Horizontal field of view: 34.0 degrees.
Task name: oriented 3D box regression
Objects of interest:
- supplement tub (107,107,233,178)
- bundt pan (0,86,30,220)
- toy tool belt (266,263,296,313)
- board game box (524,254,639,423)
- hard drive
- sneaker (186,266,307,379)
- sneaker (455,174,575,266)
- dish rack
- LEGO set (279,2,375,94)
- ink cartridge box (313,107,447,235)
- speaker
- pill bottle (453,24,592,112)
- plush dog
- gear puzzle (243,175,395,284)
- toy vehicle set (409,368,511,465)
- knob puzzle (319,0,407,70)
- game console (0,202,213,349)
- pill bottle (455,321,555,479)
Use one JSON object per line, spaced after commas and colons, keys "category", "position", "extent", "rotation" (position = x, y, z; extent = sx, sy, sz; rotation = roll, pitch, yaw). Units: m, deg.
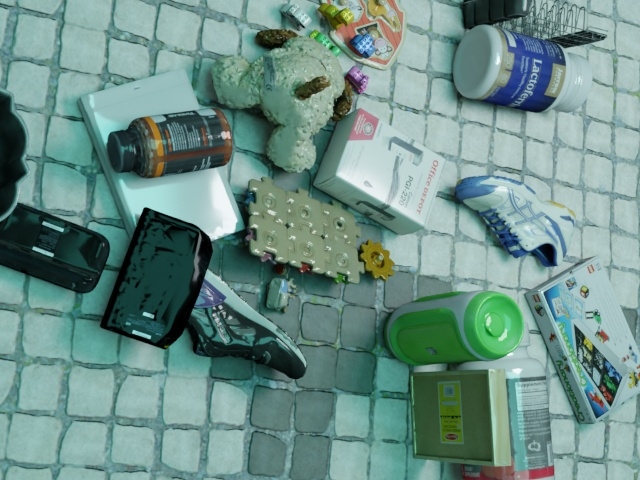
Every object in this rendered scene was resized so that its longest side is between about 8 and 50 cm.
{"category": "supplement tub", "position": [-0.255, -0.162, 1.766], "extent": [0.198, 0.106, 0.106], "rotation": [-12, 87, -29]}
{"category": "bundt pan", "position": [-0.621, -0.132, 1.603], "extent": [0.331, 0.124, 0.330], "rotation": [4, 81, -27]}
{"category": "toy tool belt", "position": [-0.068, 0.089, 1.908], "extent": [0.051, 0.052, 0.083], "rotation": [28, 70, -55]}
{"category": "board game box", "position": [0.570, 0.208, 2.217], "extent": [0.193, 0.053, 0.305], "rotation": [-25, 94, -29]}
{"category": "hard drive", "position": [-0.276, -0.130, 1.834], "extent": [0.203, 0.040, 0.307], "rotation": [-22, 92, -29]}
{"category": "sneaker", "position": [-0.158, 0.170, 1.821], "extent": [0.283, 0.107, 0.124], "rotation": [40, 70, -6]}
{"category": "sneaker", "position": [0.399, -0.036, 2.134], "extent": [0.296, 0.112, 0.131], "rotation": [21, 73, -23]}
{"category": "dish rack", "position": [0.453, -0.457, 2.183], "extent": [0.271, 0.208, 0.074], "rotation": [8, 89, -27]}
{"category": "LEGO set", "position": [0.039, -0.392, 1.999], "extent": [0.227, 0.093, 0.087], "rotation": [43, 82, -15]}
{"category": "ink cartridge box", "position": [0.118, -0.129, 2.009], "extent": [0.218, 0.092, 0.158], "rotation": [29, 67, -23]}
{"category": "speaker", "position": [0.237, 0.162, 1.909], "extent": [0.131, 0.296, 0.131], "rotation": [5, 80, -27]}
{"category": "pill bottle", "position": [0.422, -0.348, 2.171], "extent": [0.265, 0.153, 0.153], "rotation": [7, 79, -27]}
{"category": "plush dog", "position": [-0.038, -0.292, 1.919], "extent": [0.262, 0.210, 0.225], "rotation": [47, 38, -15]}
{"category": "gear puzzle", "position": [0.000, 0.000, 1.950], "extent": [0.339, 0.044, 0.175], "rotation": [17, 53, -31]}
{"category": "toy vehicle set", "position": [0.249, 0.320, 1.909], "extent": [0.035, 0.267, 0.166], "rotation": [2, 82, -26]}
{"category": "knob puzzle", "position": [0.101, -0.433, 2.086], "extent": [0.213, 0.030, 0.213], "rotation": [5, 80, -27]}
{"category": "game console", "position": [-0.368, 0.025, 1.717], "extent": [0.361, 0.044, 0.213], "rotation": [21, 75, -11]}
{"category": "pill bottle", "position": [0.349, 0.319, 2.012], "extent": [0.176, 0.176, 0.318], "rotation": [0, 81, -28]}
